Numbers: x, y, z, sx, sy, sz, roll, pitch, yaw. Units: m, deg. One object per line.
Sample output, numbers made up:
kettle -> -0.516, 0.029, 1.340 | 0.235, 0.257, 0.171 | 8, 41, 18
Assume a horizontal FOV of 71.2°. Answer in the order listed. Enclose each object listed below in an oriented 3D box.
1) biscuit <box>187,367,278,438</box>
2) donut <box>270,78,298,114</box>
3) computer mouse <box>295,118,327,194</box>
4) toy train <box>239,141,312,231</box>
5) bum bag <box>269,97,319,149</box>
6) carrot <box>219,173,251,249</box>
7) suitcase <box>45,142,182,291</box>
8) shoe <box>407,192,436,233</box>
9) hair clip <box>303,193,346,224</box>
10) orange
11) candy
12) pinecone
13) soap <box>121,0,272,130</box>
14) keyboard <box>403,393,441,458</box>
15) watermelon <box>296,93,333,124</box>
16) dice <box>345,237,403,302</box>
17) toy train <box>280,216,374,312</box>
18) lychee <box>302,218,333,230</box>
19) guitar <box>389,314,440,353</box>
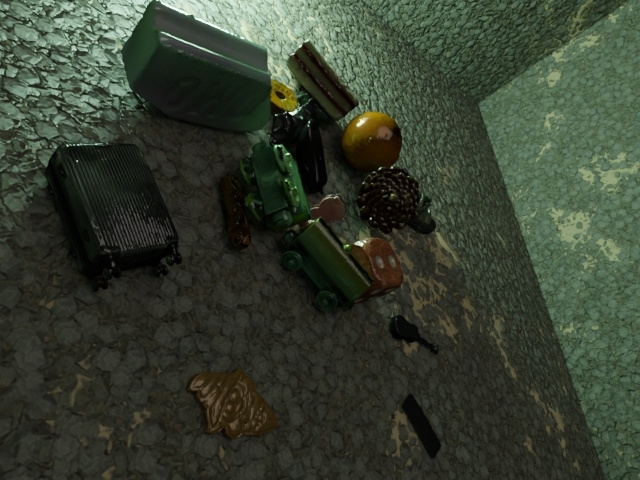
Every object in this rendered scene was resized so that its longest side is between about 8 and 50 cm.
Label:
biscuit -> -0.194, 0.377, 1.028 | 0.250, 0.035, 0.162 | 38, 47, -26
donut -> -0.158, -0.517, 1.639 | 0.152, 0.058, 0.152 | 26, 48, -33
computer mouse -> -0.035, -0.286, 1.571 | 0.147, 0.088, 0.264 | -35, 115, -70
toy train -> -0.132, -0.157, 1.327 | 0.188, 0.159, 0.271 | 42, 30, -68
bum bag -> -0.094, -0.406, 1.589 | 0.340, 0.095, 0.144 | -46, 141, -50
carrot -> -0.240, -0.084, 1.256 | 0.069, 0.069, 0.228 | 9, 58, -44
suitcase -> -0.444, -0.062, 0.970 | 0.202, 0.128, 0.312 | -13, 75, -50
shoe -> 0.441, -0.131, 1.951 | 0.293, 0.149, 0.109 | 27, 46, -31
hair clip -> 0.011, -0.086, 1.471 | 0.123, 0.138, 0.102 | 51, 43, -20
orange -> 0.206, -0.391, 1.795 | 0.246, 0.246, 0.246 | 26, 48, -34
candy -> 0.013, -0.632, 1.799 | 0.320, 0.135, 0.179 | 49, 15, -13
pinecone -> 0.265, -0.163, 1.713 | 0.264, 0.264, 0.264 | 26, 48, -34
soap -> -0.313, -0.457, 1.268 | 0.446, 0.261, 0.156 | 1, 64, -48
keyboard -> 0.328, 0.600, 1.448 | 0.074, 0.015, 0.196 | -27, 86, -48
watermelon -> -0.036, -0.524, 1.776 | 0.187, 0.071, 0.139 | 36, 24, -43
dice -> 0.156, 0.100, 1.469 | 0.179, 0.174, 0.175 | 4, 61, -45
toy train -> 0.017, 0.078, 1.321 | 0.307, 0.189, 0.126 | 51, 42, -6
lychee -> -0.001, -0.005, 1.431 | 0.140, 0.114, 0.101 | 40, 47, 1
guitar -> 0.354, 0.352, 1.621 | 0.271, 0.038, 0.083 | 32, 47, -29
